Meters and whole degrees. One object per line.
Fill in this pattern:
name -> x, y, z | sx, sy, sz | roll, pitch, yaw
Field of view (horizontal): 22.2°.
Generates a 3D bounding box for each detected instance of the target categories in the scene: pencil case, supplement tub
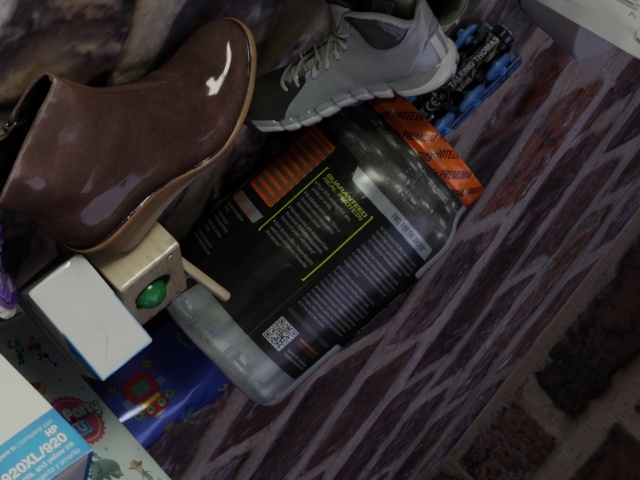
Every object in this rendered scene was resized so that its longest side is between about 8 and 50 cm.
pencil case -> -0.213, 0.193, 1.901 | 0.306, 0.119, 0.133 | -38, 172, -22
supplement tub -> 0.000, 0.000, 1.772 | 0.338, 0.207, 0.207 | -42, 163, 2

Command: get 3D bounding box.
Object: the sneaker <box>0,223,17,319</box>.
sneaker -> -0.292, 0.019, 1.412 | 0.071, 0.068, 0.170 | -56, 168, -8

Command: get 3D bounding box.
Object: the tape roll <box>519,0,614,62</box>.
tape roll -> 0.380, -0.361, 2.032 | 0.286, 0.100, 0.286 | -41, 163, -15

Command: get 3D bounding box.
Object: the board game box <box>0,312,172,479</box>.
board game box -> -0.266, 0.258, 1.605 | 0.097, 0.303, 0.224 | -24, 154, -50

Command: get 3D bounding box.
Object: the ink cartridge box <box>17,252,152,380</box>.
ink cartridge box -> -0.225, 0.070, 1.506 | 0.060, 0.104, 0.180 | -41, -171, -14

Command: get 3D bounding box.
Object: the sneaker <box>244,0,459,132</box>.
sneaker -> 0.007, -0.188, 1.555 | 0.228, 0.086, 0.132 | -14, 137, 15

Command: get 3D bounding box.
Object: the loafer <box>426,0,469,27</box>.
loafer -> 0.087, -0.240, 1.605 | 0.112, 0.111, 0.319 | -39, 162, -19

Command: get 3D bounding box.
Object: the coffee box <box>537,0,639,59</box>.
coffee box -> 0.417, -0.363, 1.545 | 0.337, 0.338, 0.334 | -59, -178, 39

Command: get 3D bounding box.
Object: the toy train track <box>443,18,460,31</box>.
toy train track -> 0.135, -0.231, 1.909 | 0.083, 0.014, 0.048 | -45, 163, -3

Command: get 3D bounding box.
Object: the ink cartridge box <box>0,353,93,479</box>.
ink cartridge box -> -0.337, 0.181, 1.387 | 0.168, 0.232, 0.171 | -37, 161, -32

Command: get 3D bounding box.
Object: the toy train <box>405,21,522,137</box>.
toy train -> 0.167, -0.186, 1.983 | 0.184, 0.080, 0.105 | -47, 169, 4

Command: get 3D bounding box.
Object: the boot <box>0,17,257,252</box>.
boot -> -0.164, -0.105, 1.380 | 0.248, 0.090, 0.207 | -59, 152, 1

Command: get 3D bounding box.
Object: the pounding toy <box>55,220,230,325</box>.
pounding toy -> -0.170, 0.015, 1.546 | 0.100, 0.141, 0.130 | -41, 163, -16
